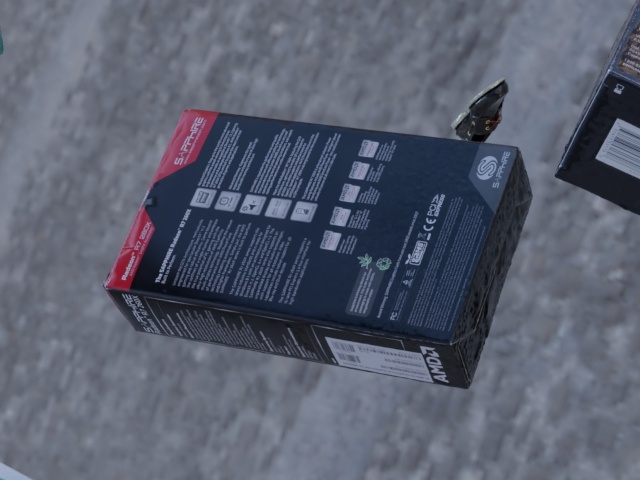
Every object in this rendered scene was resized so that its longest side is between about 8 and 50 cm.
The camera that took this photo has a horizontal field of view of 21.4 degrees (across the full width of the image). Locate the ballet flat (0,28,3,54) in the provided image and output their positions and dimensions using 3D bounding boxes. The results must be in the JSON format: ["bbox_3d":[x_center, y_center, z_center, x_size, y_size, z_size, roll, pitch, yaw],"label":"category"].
[{"bbox_3d":[-0.406,-0.266,1.616,0.147,0.147,0.409,-61,31,16],"label":"ballet flat"}]

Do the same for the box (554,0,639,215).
[{"bbox_3d":[0.267,-0.128,1.312,0.156,0.093,0.158,107,-171,-62],"label":"box"}]

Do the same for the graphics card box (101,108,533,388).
[{"bbox_3d":[0.000,0.000,1.655,0.370,0.094,0.233,7,57,24],"label":"graphics card box"}]

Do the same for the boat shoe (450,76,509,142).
[{"bbox_3d":[0.182,-0.140,1.854,0.042,0.049,0.133,54,159,9],"label":"boat shoe"}]

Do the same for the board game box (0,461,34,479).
[{"bbox_3d":[-0.326,0.205,0.700,0.390,0.389,0.050,-59,-11,-22],"label":"board game box"}]
